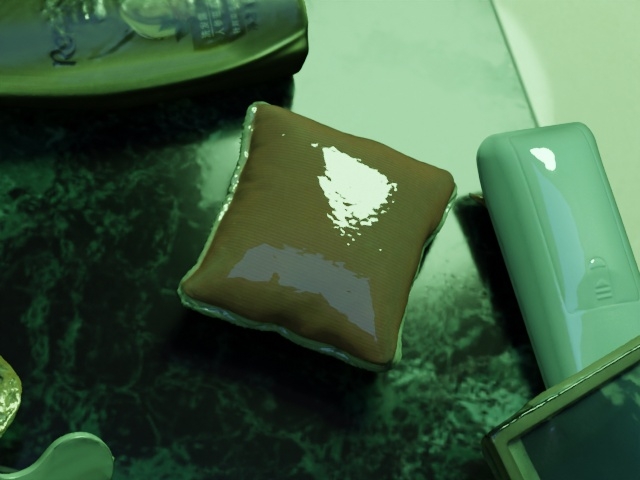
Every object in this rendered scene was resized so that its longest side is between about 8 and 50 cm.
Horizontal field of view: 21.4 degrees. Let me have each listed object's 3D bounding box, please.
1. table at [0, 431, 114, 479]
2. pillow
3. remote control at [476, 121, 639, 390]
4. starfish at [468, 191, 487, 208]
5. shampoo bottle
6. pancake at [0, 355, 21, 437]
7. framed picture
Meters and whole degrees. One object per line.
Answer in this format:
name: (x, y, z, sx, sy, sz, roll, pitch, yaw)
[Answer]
table: (-0.215, 0.217, 1.072, 0.198, 0.166, 0.167, -15, 68, -24)
pillow: (0.000, 0.000, 1.248, 0.171, 0.075, 0.179, 20, 63, 1)
remote control: (0.203, 0.048, 1.262, 0.103, 0.051, 0.293, -10, 74, -20)
starfish: (0.161, -0.024, 1.322, 0.086, 0.016, 0.092, -9, 69, -11)
shampoo bottle: (-0.189, -0.157, 1.289, 0.350, 0.084, 0.126, -9, 69, -13)
pancake: (-0.273, 0.114, 1.154, 0.139, 0.022, 0.139, -3, 44, 3)
framed picture: (0.254, 0.160, 1.211, 0.260, 0.023, 0.189, -28, 96, -21)
